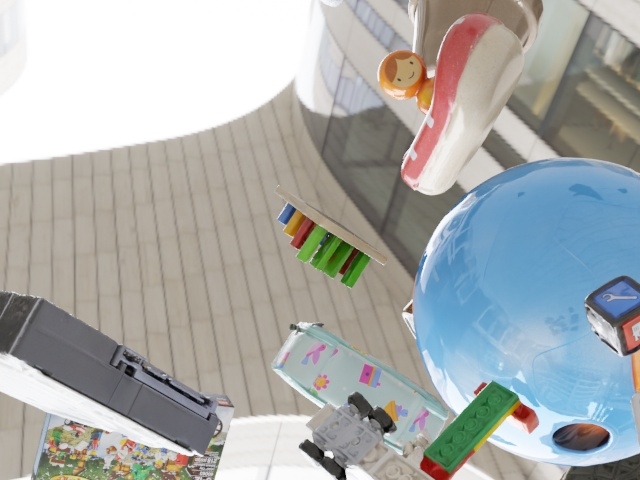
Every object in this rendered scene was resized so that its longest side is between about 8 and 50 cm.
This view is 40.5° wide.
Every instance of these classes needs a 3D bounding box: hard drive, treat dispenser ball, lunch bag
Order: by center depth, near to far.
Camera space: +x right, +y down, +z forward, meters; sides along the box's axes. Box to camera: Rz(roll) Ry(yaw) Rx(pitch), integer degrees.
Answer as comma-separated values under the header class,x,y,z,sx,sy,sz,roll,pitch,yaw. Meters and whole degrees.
class,x,y,z,sx,sy,sz,roll,pitch,yaw
treat dispenser ball,0.231,0.066,0.822,0.288,0.288,0.288,8,-139,-7
hard drive,-0.288,0.123,0.875,0.339,0.237,0.064,2,-119,43
lunch bag,0.054,0.228,1.375,0.279,0.224,0.107,33,-95,-3

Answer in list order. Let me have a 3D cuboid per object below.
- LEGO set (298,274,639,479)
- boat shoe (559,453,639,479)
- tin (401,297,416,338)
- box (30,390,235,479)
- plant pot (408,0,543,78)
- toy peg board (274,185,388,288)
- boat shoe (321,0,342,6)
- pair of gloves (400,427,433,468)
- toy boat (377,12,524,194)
class,x,y,z,sx,sy,sz,roll,pitch,yaw
LEGO set,0.072,0.117,0.283,0.183,0.060,0.244,-12,-141,20
boat shoe,0.438,0.422,1.430,0.324,0.120,0.122,-44,-106,-11
tin,0.188,0.158,1.366,0.040,0.189,0.106,-42,-135,-9
box,-0.244,0.268,1.130,0.233,0.159,0.044,12,-172,-24
plant pot,0.279,-0.376,1.682,0.263,0.263,0.229,17,-112,4
toy peg board,0.000,0.000,1.439,0.161,0.079,0.161,32,-177,-38
boat shoe,0.010,-0.441,1.306,0.083,0.076,0.226,17,-141,-40
pair of gloves,0.106,0.363,1.059,0.042,0.240,0.204,4,-132,-16
toy boat,0.136,-0.174,1.031,0.151,0.231,0.151,33,-125,8
